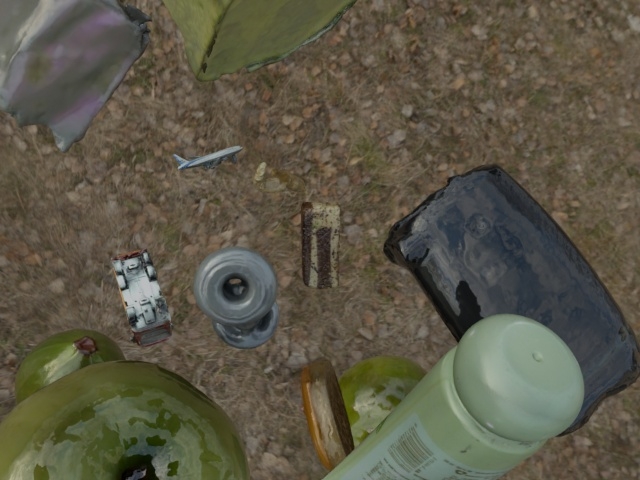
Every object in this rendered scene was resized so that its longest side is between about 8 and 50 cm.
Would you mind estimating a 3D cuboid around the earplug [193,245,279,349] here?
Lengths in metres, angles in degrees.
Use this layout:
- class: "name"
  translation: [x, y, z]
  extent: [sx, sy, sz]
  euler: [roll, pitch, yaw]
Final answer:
- class: "earplug"
  translation: [-0.213, 0.152, 1.492]
  extent: [0.214, 0.326, 0.175]
  euler: [-11, 46, -3]

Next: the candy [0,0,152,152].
- class: "candy"
  translation: [-0.328, -0.244, 0.681]
  extent: [0.185, 0.137, 0.195]
  euler: [43, 98, 25]

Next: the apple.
- class: "apple"
  translation: [-0.348, 0.436, 0.914]
  extent: [0.473, 0.473, 0.474]
  euler: [4, 78, -21]

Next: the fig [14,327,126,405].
- class: "fig"
  translation: [-0.667, 0.368, 1.537]
  extent: [0.315, 0.316, 0.317]
  euler: [4, 78, -21]

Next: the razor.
- class: "razor"
  translation: [0.250, 0.072, 0.726]
  extent: [0.204, 0.113, 0.349]
  euler: [-38, 91, -9]

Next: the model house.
- class: "model house"
  translation: [-0.111, -0.424, 0.812]
  extent: [0.321, 0.261, 0.266]
  euler: [-33, 92, -28]

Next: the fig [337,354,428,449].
- class: "fig"
  translation: [0.157, 0.374, 1.278]
  extent: [0.258, 0.258, 0.326]
  euler: [63, 26, 0]

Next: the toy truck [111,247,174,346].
- class: "toy truck"
  translation: [-0.464, 0.140, 1.453]
  extent: [0.114, 0.135, 0.271]
  euler: [-17, 55, -19]

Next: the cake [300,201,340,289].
- class: "cake"
  translation: [0.000, 0.010, 1.538]
  extent: [0.112, 0.135, 0.246]
  euler: [1, 84, -1]

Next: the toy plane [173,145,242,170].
- class: "toy plane"
  translation: [-0.344, -0.254, 1.749]
  extent: [0.226, 0.226, 0.058]
  euler: [-14, 111, -29]

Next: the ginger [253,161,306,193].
- class: "ginger"
  translation: [-0.112, -0.167, 1.538]
  extent: [0.089, 0.288, 0.075]
  euler: [45, 106, 17]

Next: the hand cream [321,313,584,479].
- class: "hand cream"
  translation: [0.108, 0.181, 0.492]
  extent: [0.147, 0.306, 0.093]
  euler: [15, 44, -8]

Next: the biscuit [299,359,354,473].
- class: "biscuit"
  translation: [0.007, 0.243, 0.750]
  extent: [0.050, 0.170, 0.171]
  euler: [-17, 85, 5]
